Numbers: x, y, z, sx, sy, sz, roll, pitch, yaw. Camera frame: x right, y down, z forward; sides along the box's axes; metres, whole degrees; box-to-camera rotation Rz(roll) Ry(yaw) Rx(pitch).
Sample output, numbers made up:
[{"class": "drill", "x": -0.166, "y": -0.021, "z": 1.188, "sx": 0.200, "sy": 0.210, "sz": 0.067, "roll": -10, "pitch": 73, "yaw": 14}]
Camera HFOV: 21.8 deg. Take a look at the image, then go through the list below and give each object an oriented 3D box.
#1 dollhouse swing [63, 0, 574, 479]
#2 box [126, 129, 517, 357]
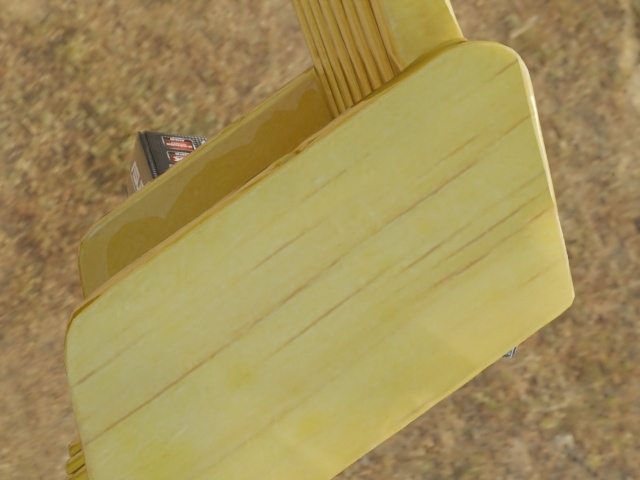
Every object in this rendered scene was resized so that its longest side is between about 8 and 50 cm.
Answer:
[{"class": "dollhouse swing", "x": -0.070, "y": -0.066, "z": 0.804, "sx": 0.315, "sy": 0.347, "sz": 0.305, "roll": -35, "pitch": 100, "yaw": -2}, {"class": "box", "x": 0.000, "y": 0.000, "z": 1.268, "sx": 0.270, "sy": 0.216, "sz": 0.060, "roll": 6, "pitch": 116, "yaw": -17}]
